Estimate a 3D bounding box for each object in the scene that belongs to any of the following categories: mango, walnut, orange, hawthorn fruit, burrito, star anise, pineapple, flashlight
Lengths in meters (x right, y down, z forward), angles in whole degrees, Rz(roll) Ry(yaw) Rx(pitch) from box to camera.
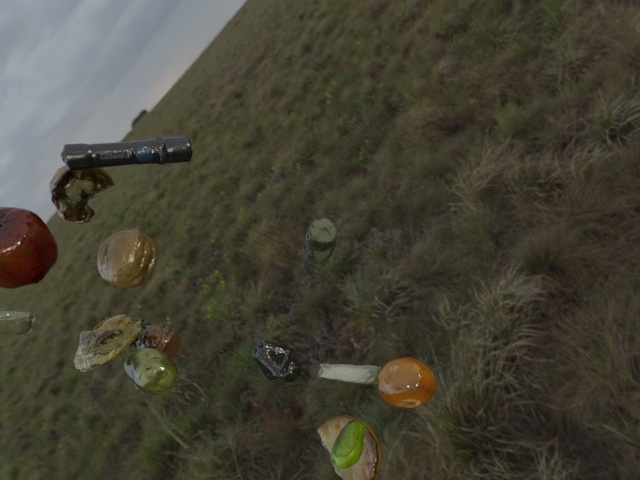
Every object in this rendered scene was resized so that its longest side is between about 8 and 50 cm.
[{"bbox_3d":[0.091,0.630,1.328,0.091,0.074,0.165,21,35,23],"label":"mango"},{"bbox_3d":[-0.930,-0.200,1.630,0.141,0.204,0.238,35,92,30],"label":"walnut"},{"bbox_3d":[-0.526,0.048,1.171,0.166,0.149,0.166,-166,90,-69],"label":"walnut"},{"bbox_3d":[0.332,0.551,1.669,0.224,0.224,0.170,-32,41,32],"label":"orange"},{"bbox_3d":[-0.993,0.045,1.394,0.300,0.254,0.254,99,-177,-47],"label":"hawthorn fruit"},{"bbox_3d":[0.123,0.564,1.839,0.275,0.059,0.082,3,85,12],"label":"burrito"},{"bbox_3d":[-0.625,0.603,1.827,0.227,0.218,0.148,17,65,31],"label":"star anise"},{"bbox_3d":[-0.740,0.411,1.833,0.279,0.158,0.158,20,66,20],"label":"pineapple"},{"bbox_3d":[-0.669,-0.305,1.511,0.424,0.103,0.103,-13,10,-29],"label":"flashlight"}]

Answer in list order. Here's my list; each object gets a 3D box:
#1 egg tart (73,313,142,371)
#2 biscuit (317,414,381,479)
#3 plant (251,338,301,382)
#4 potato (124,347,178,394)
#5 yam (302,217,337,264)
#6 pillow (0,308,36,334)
[{"bbox_3d":[-0.822,0.371,1.636,0.297,0.132,0.297,-23,22,10],"label":"egg tart"},{"bbox_3d":[0.122,0.797,1.626,0.213,0.091,0.274,-27,66,9],"label":"biscuit"},{"bbox_3d":[-0.208,0.583,2.065,0.142,0.256,0.164,-31,23,52],"label":"plant"},{"bbox_3d":[-0.611,0.467,1.540,0.248,0.169,0.143,1,25,42],"label":"potato"},{"bbox_3d":[0.000,0.000,1.881,0.254,0.154,0.154,102,-166,-64],"label":"yam"},{"bbox_3d":[-0.905,0.224,1.184,0.119,0.208,0.053,-52,39,40],"label":"pillow"}]
